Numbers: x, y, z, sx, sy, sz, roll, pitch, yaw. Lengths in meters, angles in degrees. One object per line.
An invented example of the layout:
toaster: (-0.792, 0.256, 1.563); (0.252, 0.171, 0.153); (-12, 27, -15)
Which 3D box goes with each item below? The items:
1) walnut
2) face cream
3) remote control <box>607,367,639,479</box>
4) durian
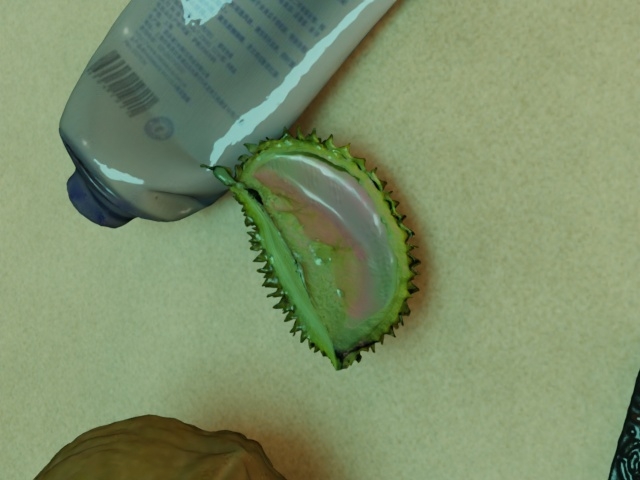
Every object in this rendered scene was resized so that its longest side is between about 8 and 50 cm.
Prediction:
walnut: (-0.143, 0.312, 1.129); (0.306, 0.306, 0.344); (44, 116, 24)
face cream: (-0.092, -0.184, 1.190); (0.420, 0.137, 0.235); (-50, 65, 15)
remote control: (0.253, 0.204, 1.018); (0.063, 0.025, 0.245); (21, 103, 32)
durian: (0.002, 0.001, 1.136); (0.137, 0.095, 0.220); (-29, 80, -14)
